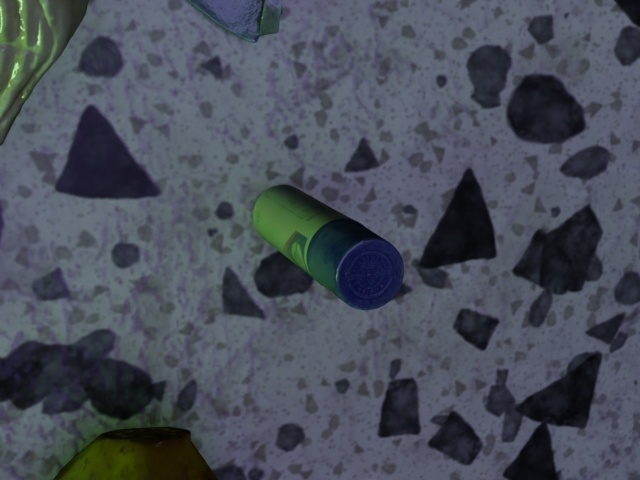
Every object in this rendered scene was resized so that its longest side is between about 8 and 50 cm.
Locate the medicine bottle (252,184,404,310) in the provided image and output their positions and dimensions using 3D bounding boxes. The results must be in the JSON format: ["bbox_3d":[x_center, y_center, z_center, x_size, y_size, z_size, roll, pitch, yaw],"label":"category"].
[{"bbox_3d":[0.000,0.000,0.841,0.059,0.231,0.059,-4,104,-18],"label":"medicine bottle"}]

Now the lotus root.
[{"bbox_3d":[-0.177,0.301,0.895,0.193,0.193,0.291,4,104,-20],"label":"lotus root"}]

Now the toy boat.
[{"bbox_3d":[-0.091,-0.225,0.871,0.122,0.034,0.096,5,101,-11],"label":"toy boat"}]

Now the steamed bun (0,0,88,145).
[{"bbox_3d":[-0.297,-0.233,0.701,0.275,0.206,0.320,0,129,-7],"label":"steamed bun"}]
